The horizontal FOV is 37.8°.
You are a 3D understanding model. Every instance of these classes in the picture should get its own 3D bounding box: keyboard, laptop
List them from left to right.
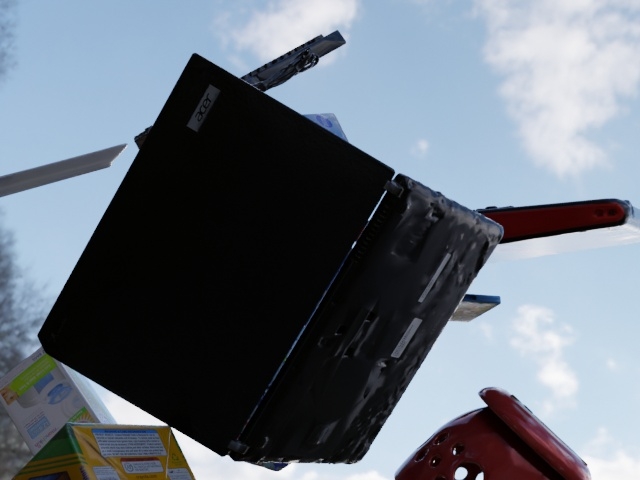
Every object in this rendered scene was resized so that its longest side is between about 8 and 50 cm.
[{"bbox_3d":[-0.097,-0.208,1.246,0.202,0.317,0.033,1,-58,59],"label":"keyboard"},{"bbox_3d":[-0.024,0.032,0.694,0.137,0.234,0.264,37,11,36],"label":"laptop"}]

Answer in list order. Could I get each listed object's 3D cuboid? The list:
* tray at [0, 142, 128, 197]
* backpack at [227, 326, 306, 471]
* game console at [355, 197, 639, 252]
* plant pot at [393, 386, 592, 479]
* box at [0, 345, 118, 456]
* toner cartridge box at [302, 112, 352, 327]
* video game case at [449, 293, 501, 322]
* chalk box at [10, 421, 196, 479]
[{"bbox_3d":[-0.420,-0.090,1.353,0.145,0.271,0.030,3,-70,63],"label":"tray"},{"bbox_3d":[-0.072,0.189,1.211,0.158,0.173,0.117,23,9,5],"label":"backpack"},{"bbox_3d":[0.256,-0.011,1.234,0.342,0.060,0.387,-10,-6,26],"label":"game console"},{"bbox_3d":[0.212,0.286,1.112,0.191,0.174,0.191,43,1,-1],"label":"plant pot"},{"bbox_3d":[-0.397,0.277,1.447,0.203,0.114,0.103,47,-7,28],"label":"box"},{"bbox_3d":[0.000,0.000,1.401,0.075,0.165,0.347,-5,-64,-8],"label":"toner cartridge box"},{"bbox_3d":[0.186,0.106,1.488,0.166,0.015,0.119,5,-21,-17],"label":"video game case"},{"bbox_3d":[-0.294,0.375,1.128,0.289,0.179,0.180,-43,-30,18],"label":"chalk box"}]
